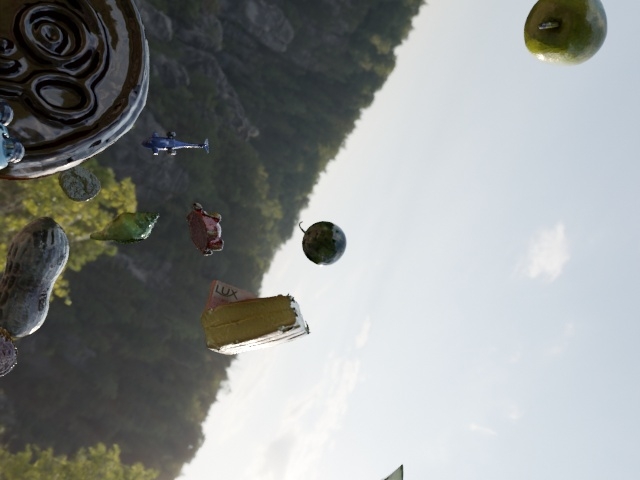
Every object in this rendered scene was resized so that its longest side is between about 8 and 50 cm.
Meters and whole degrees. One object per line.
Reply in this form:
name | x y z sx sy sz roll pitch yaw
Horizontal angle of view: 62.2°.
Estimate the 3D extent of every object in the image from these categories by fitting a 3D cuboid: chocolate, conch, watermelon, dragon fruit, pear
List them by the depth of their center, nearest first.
chocolate | -0.562 0.074 1.026 0.110 0.110 0.248 -157 -95 -80
watermelon | 0.005 0.005 1.141 0.109 0.108 0.109 -58 -170 17
pear | 0.545 -0.479 1.192 0.216 0.180 0.166 -19 137 -54
dragon fruit | -0.287 -0.029 1.347 0.068 0.127 0.112 -19 172 -36
conch | -0.501 -0.028 1.384 0.200 0.094 0.080 -18 -122 32

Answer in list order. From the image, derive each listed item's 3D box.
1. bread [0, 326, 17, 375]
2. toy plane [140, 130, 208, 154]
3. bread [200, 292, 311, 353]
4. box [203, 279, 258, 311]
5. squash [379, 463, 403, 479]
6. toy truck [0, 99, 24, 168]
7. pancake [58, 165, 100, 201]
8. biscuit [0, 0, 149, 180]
bread | -0.489 0.168 0.772 0.053 0.085 0.085 30 -89 51
toy plane | -0.343 -0.229 1.265 0.062 0.167 0.054 6 -82 57
bread | -0.158 0.213 1.350 0.239 0.245 0.111 77 0 -76
box | -0.276 0.200 1.636 0.060 0.156 0.112 -42 -148 53
squash | 0.135 0.713 1.336 0.236 0.155 0.204 -25 157 -26
toy truck | -0.310 -0.085 0.448 0.090 0.073 0.056 -21 173 8
pancake | -0.642 -0.153 1.412 0.017 0.108 0.108 -23 -145 44
biscuit | -0.433 -0.284 0.721 0.091 0.407 0.408 -20 -140 56
